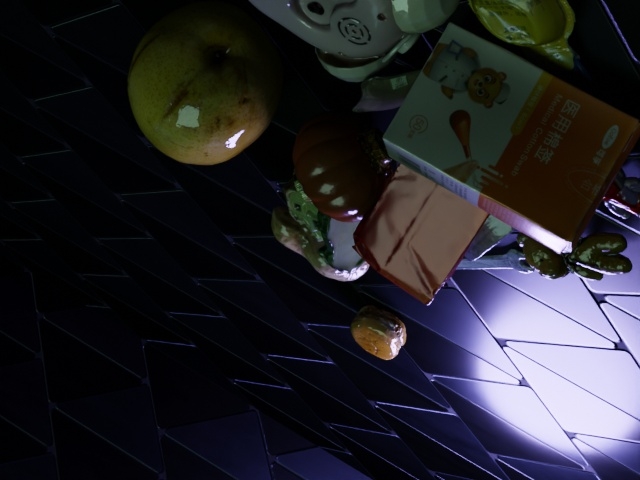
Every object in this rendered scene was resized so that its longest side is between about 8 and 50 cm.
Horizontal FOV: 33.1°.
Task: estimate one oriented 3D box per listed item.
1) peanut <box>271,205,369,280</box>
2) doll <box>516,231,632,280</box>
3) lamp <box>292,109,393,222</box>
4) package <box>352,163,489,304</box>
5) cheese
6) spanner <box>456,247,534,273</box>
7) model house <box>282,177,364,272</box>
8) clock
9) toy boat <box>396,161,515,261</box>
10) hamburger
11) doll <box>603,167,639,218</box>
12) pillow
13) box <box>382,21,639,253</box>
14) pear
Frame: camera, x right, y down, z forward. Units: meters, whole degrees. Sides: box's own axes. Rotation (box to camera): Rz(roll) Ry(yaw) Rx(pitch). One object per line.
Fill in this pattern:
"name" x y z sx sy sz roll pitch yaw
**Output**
"peanut" 0.000 0.000 2.425 0.253 0.137 0.122 35 111 -1
"doll" 0.467 0.030 1.983 0.209 0.097 0.137 -4 128 44
"lamp" 0.045 -0.143 2.053 0.196 0.223 0.223 -26 120 26
"package" 0.210 -0.076 1.898 0.196 0.123 0.424 35 125 5
"cheese" 0.312 -0.323 1.608 0.177 0.069 0.270 7 148 48
"spanner" 0.323 0.046 2.252 0.302 0.017 0.071 -3 134 50
"model house" 0.015 -0.055 2.269 0.189 0.195 0.214 27 152 33
"clock" 0.033 -0.415 1.681 0.325 0.184 0.342 36 159 -12
"toy boat" 0.260 -0.085 2.030 0.293 0.111 0.276 38 146 14
"hamburger" 0.143 0.229 2.687 0.138 0.083 0.147 30 150 20
"doll" 0.466 -0.101 1.784 0.227 0.075 0.102 29 140 -8
"pillow" 0.122 -0.256 1.850 0.217 0.130 0.033 105 154 -83
"box" 0.298 -0.157 1.691 0.341 0.225 0.143 30 179 9
"pear" -0.216 -0.291 2.020 0.314 0.314 0.314 27 152 16
